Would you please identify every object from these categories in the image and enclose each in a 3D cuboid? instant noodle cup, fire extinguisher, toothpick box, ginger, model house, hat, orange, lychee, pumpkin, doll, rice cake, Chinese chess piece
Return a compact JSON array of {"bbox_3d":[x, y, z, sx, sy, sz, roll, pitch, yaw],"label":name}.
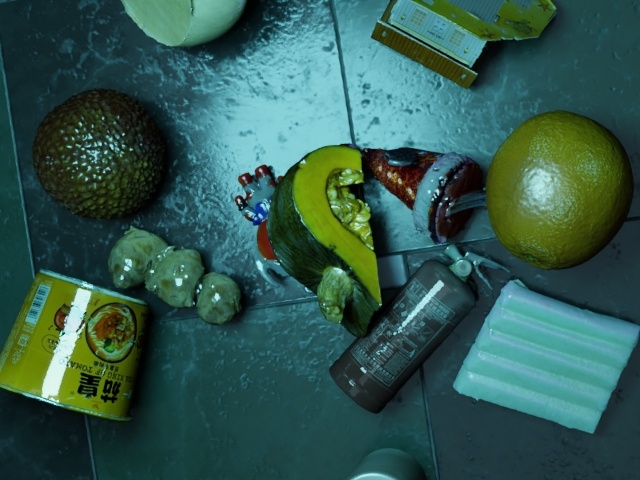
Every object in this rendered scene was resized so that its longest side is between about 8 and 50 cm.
[{"bbox_3d":[-0.339,0.143,1.805,0.215,0.216,0.172,16,85,9],"label":"instant noodle cup"},{"bbox_3d":[0.136,0.112,1.769,0.105,0.105,0.269,42,98,6],"label":"fire extinguisher"},{"bbox_3d":[0.083,0.348,1.742,0.111,0.180,0.111,0,91,9],"label":"toothpick box"},{"bbox_3d":[-0.203,0.055,1.829,0.204,0.104,0.080,23,140,7],"label":"ginger"},{"bbox_3d":[0.184,-0.288,1.749,0.219,0.207,0.136,28,132,-2],"label":"model house"},{"bbox_3d":[0.123,-0.090,1.771,0.227,0.140,0.129,28,135,28],"label":"hat"},{"bbox_3d":[0.309,-0.063,1.687,0.206,0.206,0.206,0,92,10],"label":"orange"},{"bbox_3d":[-0.307,-0.120,1.800,0.194,0.194,0.194,0,92,10],"label":"lychee"},{"bbox_3d":[-0.002,0.005,1.728,0.126,0.131,0.248,-3,71,-27],"label":"pumpkin"},{"bbox_3d":[-0.055,-0.012,1.818,0.104,0.062,0.195,-24,80,-22],"label":"doll"},{"bbox_3d":[0.307,0.159,1.752,0.198,0.037,0.189,25,107,2],"label":"rice cake"},{"bbox_3d":[-0.199,-0.381,1.740,0.103,0.250,0.250,-27,86,-26],"label":"Chinese chess piece"}]
